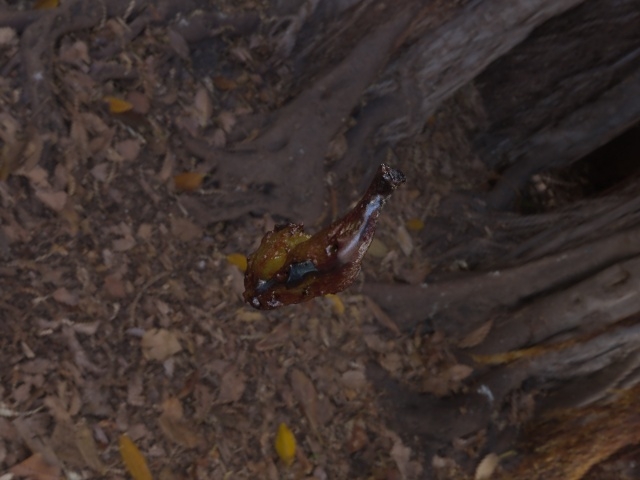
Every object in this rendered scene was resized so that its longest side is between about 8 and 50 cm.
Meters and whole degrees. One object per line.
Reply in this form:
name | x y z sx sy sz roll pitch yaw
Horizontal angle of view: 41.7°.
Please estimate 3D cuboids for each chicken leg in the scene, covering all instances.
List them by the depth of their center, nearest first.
chicken leg | 0.001 0.004 0.550 0.037 0.145 0.062 4 65 -52
